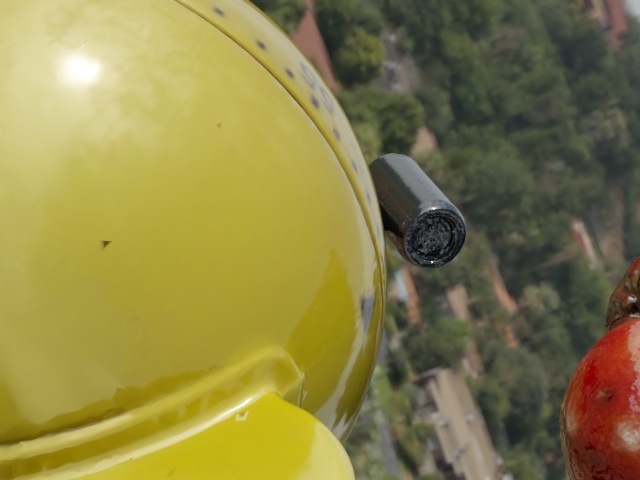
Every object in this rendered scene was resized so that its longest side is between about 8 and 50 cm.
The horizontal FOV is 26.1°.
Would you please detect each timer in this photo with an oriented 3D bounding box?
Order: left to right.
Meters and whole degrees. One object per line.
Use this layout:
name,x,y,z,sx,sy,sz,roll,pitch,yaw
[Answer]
timer,-0.146,0.044,0.637,0.376,0.376,0.387,62,26,-26

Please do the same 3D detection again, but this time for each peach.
peach,0.322,0.189,1.226,0.243,0.199,0.243,8,73,-26

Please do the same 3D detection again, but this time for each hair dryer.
hair dryer,0.000,0.000,1.264,0.128,0.255,0.070,-128,-156,-59

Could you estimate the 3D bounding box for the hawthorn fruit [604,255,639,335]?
hawthorn fruit,0.459,0.116,1.450,0.300,0.254,0.254,24,28,-9
